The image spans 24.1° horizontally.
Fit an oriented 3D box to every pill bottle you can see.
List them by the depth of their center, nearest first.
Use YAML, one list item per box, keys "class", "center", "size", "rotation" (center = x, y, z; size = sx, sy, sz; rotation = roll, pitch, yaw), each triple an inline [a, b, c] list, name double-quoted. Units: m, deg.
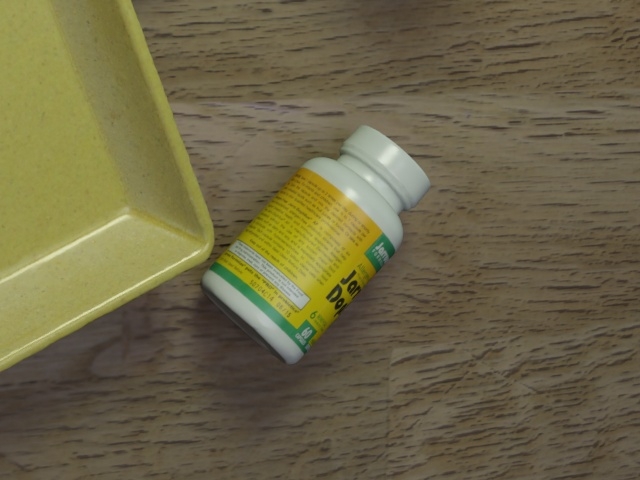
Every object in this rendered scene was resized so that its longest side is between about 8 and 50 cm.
- class: "pill bottle"
  center: [0.000, 0.000, 1.356]
  size: [0.208, 0.117, 0.117]
  rotation: [-48, 116, -9]

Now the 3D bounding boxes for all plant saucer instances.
- class: "plant saucer"
  center: [-0.282, -0.065, 1.153]
  size: [0.332, 0.081, 0.333]
  rotation: [-29, 120, -21]
